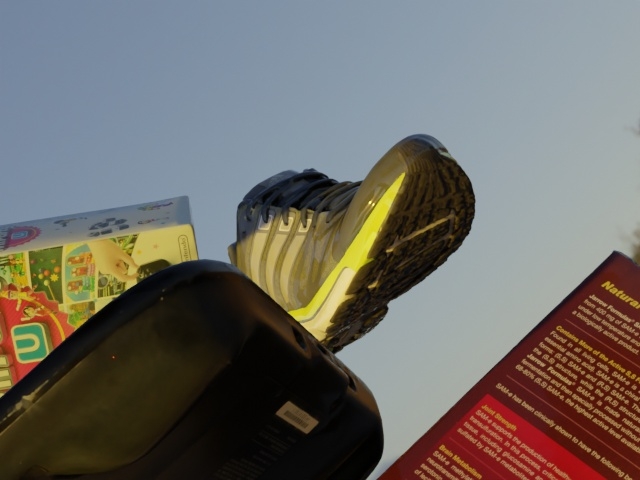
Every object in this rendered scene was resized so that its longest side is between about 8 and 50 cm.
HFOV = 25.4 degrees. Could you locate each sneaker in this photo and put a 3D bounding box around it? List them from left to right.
[{"bbox_3d":[0.000,0.000,0.950,0.111,0.121,0.300,-29,-10,-30],"label":"sneaker"}]

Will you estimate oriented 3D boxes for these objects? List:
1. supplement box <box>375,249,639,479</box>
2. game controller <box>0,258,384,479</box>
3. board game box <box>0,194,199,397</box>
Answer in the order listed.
[{"bbox_3d":[0.119,0.128,0.696,0.239,0.130,0.073,-41,-40,-16],"label":"supplement box"},{"bbox_3d":[-0.060,0.102,0.613,0.166,0.067,0.319,-50,-21,-4],"label":"game controller"},{"bbox_3d":[-0.256,0.095,1.350,0.303,0.224,0.097,-9,22,-5],"label":"board game box"}]
